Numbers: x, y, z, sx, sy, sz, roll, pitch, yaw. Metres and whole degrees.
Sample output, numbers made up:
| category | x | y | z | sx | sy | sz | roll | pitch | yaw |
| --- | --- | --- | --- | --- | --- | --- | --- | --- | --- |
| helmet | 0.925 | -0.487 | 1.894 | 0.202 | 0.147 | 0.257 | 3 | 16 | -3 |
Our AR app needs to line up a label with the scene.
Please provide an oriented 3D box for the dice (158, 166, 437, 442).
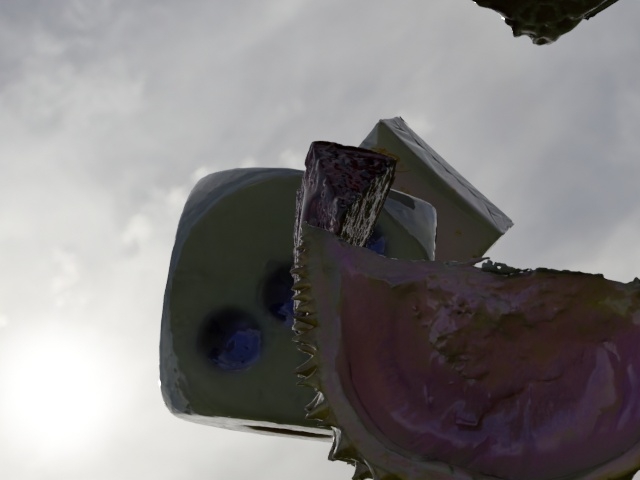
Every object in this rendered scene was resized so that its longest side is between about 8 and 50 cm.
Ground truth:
| category | x | y | z | sx | sy | sz | roll | pitch | yaw |
| --- | --- | --- | --- | --- | --- | --- | --- | --- | --- |
| dice | -0.016 | 0.075 | 1.460 | 0.259 | 0.251 | 0.243 | 7 | -10 | 3 |

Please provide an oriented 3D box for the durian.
| category | x | y | z | sx | sy | sz | roll | pitch | yaw |
| --- | --- | --- | --- | --- | --- | --- | --- | --- | --- |
| durian | 0.076 | 0.067 | 0.679 | 0.182 | 0.165 | 0.132 | 4 | -71 | -9 |

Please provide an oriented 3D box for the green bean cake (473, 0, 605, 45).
| category | x | y | z | sx | sy | sz | roll | pitch | yaw |
| --- | --- | --- | --- | --- | --- | --- | --- | --- | --- |
| green bean cake | 0.159 | -0.268 | 1.169 | 0.233 | 0.097 | 0.198 | 18 | -29 | -23 |

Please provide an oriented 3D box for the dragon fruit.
| category | x | y | z | sx | sy | sz | roll | pitch | yaw |
| --- | --- | --- | --- | --- | --- | --- | --- | --- | --- |
| dragon fruit | -0.003 | -0.002 | 1.014 | 0.097 | 0.063 | 0.131 | -41 | -27 | -58 |

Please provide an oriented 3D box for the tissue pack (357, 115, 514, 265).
| category | x | y | z | sx | sy | sz | roll | pitch | yaw |
| --- | --- | --- | --- | --- | --- | --- | --- | --- | --- |
| tissue pack | 0.115 | -0.026 | 1.914 | 0.185 | 0.225 | 0.124 | -49 | -7 | 17 |

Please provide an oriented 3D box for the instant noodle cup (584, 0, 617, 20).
| category | x | y | z | sx | sy | sz | roll | pitch | yaw |
| --- | --- | --- | --- | --- | --- | --- | --- | --- | --- |
| instant noodle cup | 0.261 | -0.434 | 1.740 | 0.340 | 0.266 | 0.340 | -12 | -44 | -12 |
